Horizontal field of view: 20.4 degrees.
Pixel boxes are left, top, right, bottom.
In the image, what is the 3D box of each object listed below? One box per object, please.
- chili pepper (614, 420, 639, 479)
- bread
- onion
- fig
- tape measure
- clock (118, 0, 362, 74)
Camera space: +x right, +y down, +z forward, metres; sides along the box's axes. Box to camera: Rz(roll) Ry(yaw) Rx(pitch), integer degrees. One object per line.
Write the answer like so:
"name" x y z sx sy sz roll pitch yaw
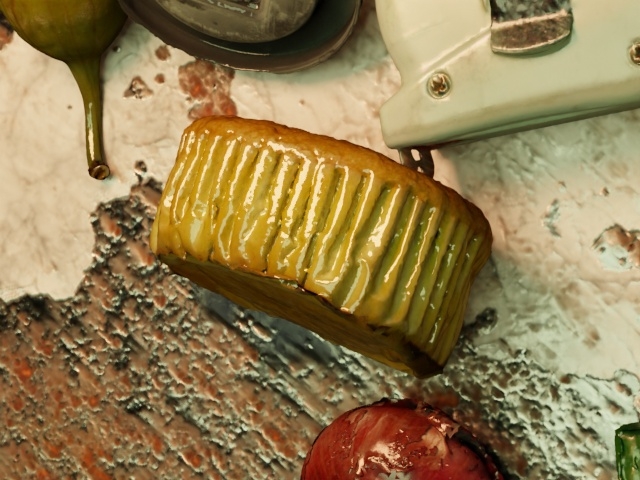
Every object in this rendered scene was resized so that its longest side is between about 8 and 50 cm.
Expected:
"chili pepper" 0.359 0.272 1.260 0.213 0.167 0.385 -30 68 7
"bread" 0.000 0.000 1.364 0.253 0.227 0.142 21 87 30
"onion" 0.057 0.218 1.392 0.184 0.147 0.184 9 111 24
"fig" -0.205 -0.168 1.521 0.124 0.124 0.236 -1 116 23
"tape measure" 0.155 -0.185 1.339 0.243 0.125 0.246 -11 89 23
"clock" -0.069 -0.226 1.401 0.226 0.226 0.049 4 50 23
